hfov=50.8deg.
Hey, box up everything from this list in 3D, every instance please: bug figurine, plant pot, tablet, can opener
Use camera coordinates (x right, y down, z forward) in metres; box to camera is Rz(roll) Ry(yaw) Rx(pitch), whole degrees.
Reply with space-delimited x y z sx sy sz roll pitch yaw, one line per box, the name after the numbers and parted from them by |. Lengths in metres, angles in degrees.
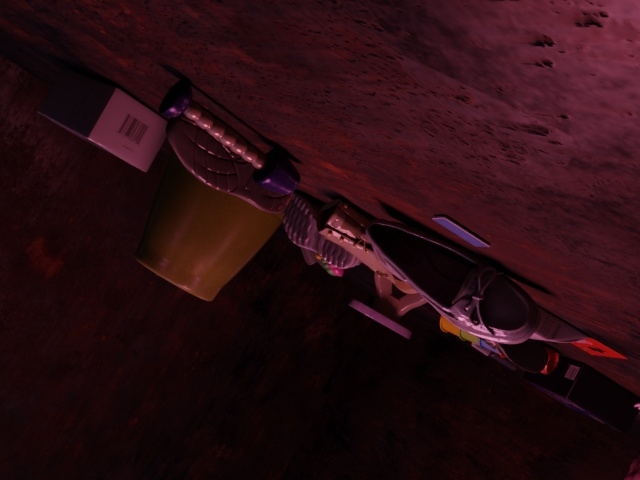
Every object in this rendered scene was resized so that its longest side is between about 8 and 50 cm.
0.000 0.000 1.790 0.216 0.072 0.279 58 172 -2 | bug figurine
-0.300 -0.046 1.772 0.366 0.353 0.366 31 176 3 | plant pot
0.208 -0.013 0.996 0.083 0.006 0.054 31 175 -9 | tablet
0.571 0.350 2.148 0.093 0.074 0.280 25 173 46 | can opener

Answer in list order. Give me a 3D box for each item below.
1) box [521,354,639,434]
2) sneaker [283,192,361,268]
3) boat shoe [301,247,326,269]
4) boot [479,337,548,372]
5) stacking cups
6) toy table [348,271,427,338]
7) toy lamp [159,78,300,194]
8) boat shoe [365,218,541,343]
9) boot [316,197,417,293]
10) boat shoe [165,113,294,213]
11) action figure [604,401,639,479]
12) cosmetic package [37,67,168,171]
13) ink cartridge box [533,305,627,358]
0.665 0.382 1.734 0.184 0.103 0.261 29 176 -6 | box
0.015 -0.019 1.580 0.115 0.105 0.281 -1 -147 -43 | sneaker
0.018 0.035 2.378 0.112 0.095 0.335 68 165 -7 | boat shoe
0.426 0.220 1.627 0.236 0.085 0.178 37 178 1 | boot
0.465 0.262 1.766 0.316 0.096 0.096 27 174 41 | stacking cups
0.234 0.203 2.221 0.252 0.161 0.274 27 174 41 | toy table
-0.147 -0.170 1.175 0.274 0.080 0.080 34 175 -33 | toy lamp
0.213 0.063 1.125 0.320 0.118 0.103 36 -177 26 | boat shoe
0.105 0.005 1.333 0.203 0.095 0.262 34 -179 -21 | boot
-0.194 -0.157 1.375 0.116 0.123 0.324 29 174 47 | boat shoe
0.798 0.528 1.513 0.275 0.248 0.370 28 177 27 | action figure
-0.585 -0.331 1.815 0.365 0.155 0.197 25 175 46 | cosmetic package
0.446 0.185 1.312 0.232 0.066 0.189 35 176 5 | ink cartridge box
